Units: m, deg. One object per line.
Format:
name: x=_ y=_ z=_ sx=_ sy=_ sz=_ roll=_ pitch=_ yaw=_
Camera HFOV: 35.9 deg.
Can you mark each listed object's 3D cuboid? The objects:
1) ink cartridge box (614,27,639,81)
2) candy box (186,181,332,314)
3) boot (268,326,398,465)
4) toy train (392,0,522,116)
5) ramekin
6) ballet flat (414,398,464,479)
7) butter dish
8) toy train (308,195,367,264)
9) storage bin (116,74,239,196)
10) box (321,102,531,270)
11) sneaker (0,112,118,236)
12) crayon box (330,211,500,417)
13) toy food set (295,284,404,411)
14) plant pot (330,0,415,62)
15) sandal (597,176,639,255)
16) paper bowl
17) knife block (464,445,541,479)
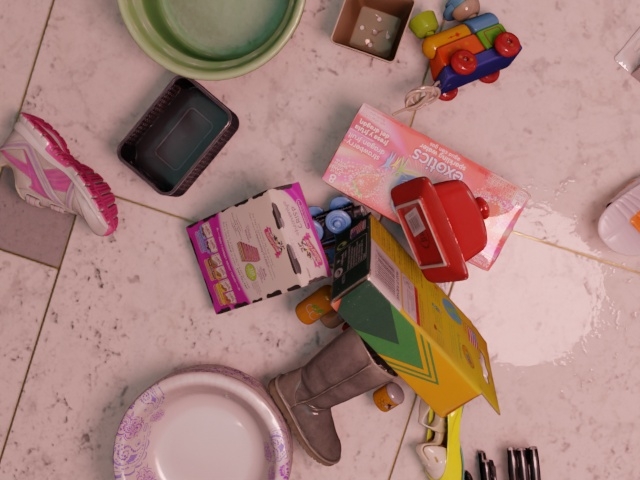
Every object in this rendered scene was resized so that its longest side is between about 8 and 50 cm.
ink cartridge box: x=0.580 y=-0.278 z=1.588 sx=0.181 sy=0.061 sz=0.104 roll=40 pitch=93 yaw=3
candy box: x=-0.102 y=0.016 z=1.576 sx=0.233 sy=0.071 sz=0.159 roll=-19 pitch=90 yaw=47
boot: x=0.039 y=0.244 z=1.549 sx=0.208 sy=0.076 sz=0.190 roll=-32 pitch=100 yaw=24
toy train: x=0.184 y=-0.301 z=1.567 sx=0.248 sy=0.105 sz=0.143 roll=-24 pitch=76 yaw=-21
ramekin: x=-0.163 y=-0.409 z=1.584 sx=0.303 sy=0.148 sz=0.304 roll=1 pitch=98 yaw=5
ballet flat: x=0.193 y=0.318 z=1.619 sx=0.077 sy=0.077 sz=0.231 roll=7 pitch=87 yaw=-30
butter dish: x=0.193 y=-0.029 z=1.444 sx=0.118 sy=0.160 sz=0.160 roll=-24 pitch=92 yaw=-16
toy train: x=0.000 y=0.000 z=1.621 sx=0.184 sy=0.080 sz=0.105 roll=-18 pitch=112 yaw=17
storage bin: x=-0.235 y=-0.172 z=1.642 sx=0.122 sy=0.084 sz=0.180 roll=40 pitch=93 yaw=3
box: x=0.167 y=-0.084 z=1.579 sx=0.299 sy=0.154 sz=0.142 roll=29 pitch=93 yaw=2
sneaker: x=-0.443 y=-0.092 z=1.658 sx=0.111 sy=0.103 sz=0.252 roll=-44 pitch=81 yaw=8
crayon box: x=0.147 y=0.130 z=1.524 sx=0.081 sy=0.202 sz=0.318 roll=-37 pitch=110 yaw=20
toy food set: x=0.079 y=0.156 z=1.595 sx=0.104 sy=0.111 sz=0.232 roll=-37 pitch=94 yaw=29
plant pot: x=0.087 y=-0.349 z=1.607 sx=0.109 sy=0.096 sz=0.109 roll=20 pitch=92 yaw=4
sandal: x=0.543 y=-0.064 z=1.596 sx=0.265 sy=0.076 sz=0.102 roll=-35 pitch=98 yaw=-17
paper bowl: x=-0.184 y=0.345 z=1.616 sx=0.284 sy=0.148 sz=0.284 roll=0 pitch=90 yaw=5
knife block: x=0.335 y=0.476 z=1.609 sx=0.275 sy=0.088 sz=0.242 roll=40 pitch=94 yaw=3
